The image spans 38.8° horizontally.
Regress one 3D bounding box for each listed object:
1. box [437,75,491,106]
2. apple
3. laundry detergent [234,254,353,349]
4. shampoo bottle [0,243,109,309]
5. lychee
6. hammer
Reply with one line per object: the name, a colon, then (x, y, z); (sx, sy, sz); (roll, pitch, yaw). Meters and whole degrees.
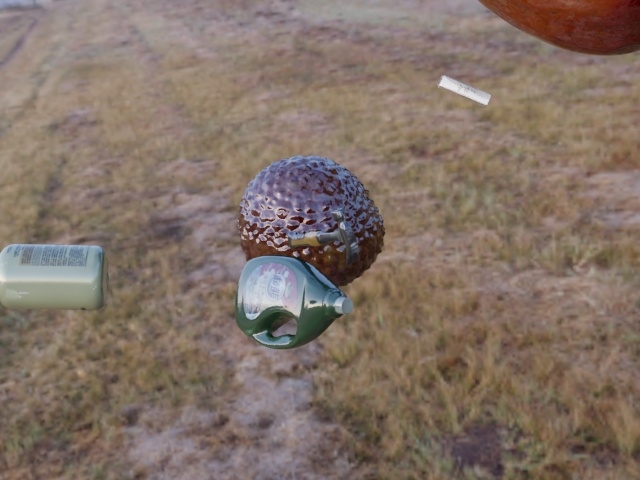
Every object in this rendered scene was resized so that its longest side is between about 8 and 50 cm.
box: (0.307, -0.324, 1.961); (0.109, 0.029, 0.198); (23, 12, 2)
apple: (0.382, -0.425, 1.337); (0.365, 0.328, 0.295); (20, 58, 12)
laundry detergent: (-0.036, 0.093, 1.303); (0.063, 0.137, 0.211); (18, -8, -43)
shampoo bottle: (-0.339, 0.044, 1.088); (0.162, 0.079, 0.079); (1, 16, -6)
lychee: (-0.018, -0.025, 1.632); (0.261, 0.260, 0.260); (-7, 16, 2)
hammer: (0.000, 0.000, 1.295); (0.021, 0.078, 0.201); (-26, 7, -23)
